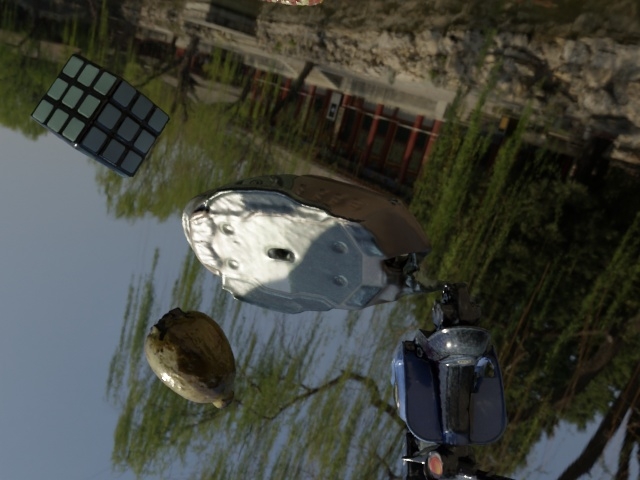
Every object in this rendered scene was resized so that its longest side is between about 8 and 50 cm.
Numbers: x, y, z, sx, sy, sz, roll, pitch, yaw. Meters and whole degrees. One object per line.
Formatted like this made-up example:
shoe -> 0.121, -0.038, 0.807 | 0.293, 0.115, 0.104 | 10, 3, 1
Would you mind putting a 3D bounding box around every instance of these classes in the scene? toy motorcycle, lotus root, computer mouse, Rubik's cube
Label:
toy motorcycle -> 0.153, 0.203, 0.658 | 0.125, 0.358, 0.212 | 0, -120, 4
lotus root -> -0.223, 0.218, 0.975 | 0.214, 0.138, 0.138 | 53, -170, -14
computer mouse -> 0.000, -0.004, 0.710 | 0.390, 0.199, 0.114 | 9, -140, 13
Rubik's cube -> -0.435, -0.245, 1.073 | 0.162, 0.163, 0.160 | 28, 175, 26

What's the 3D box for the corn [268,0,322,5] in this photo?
corn -> -0.099, -0.367, 0.722 | 0.237, 0.079, 0.079 | 8, -164, -2
